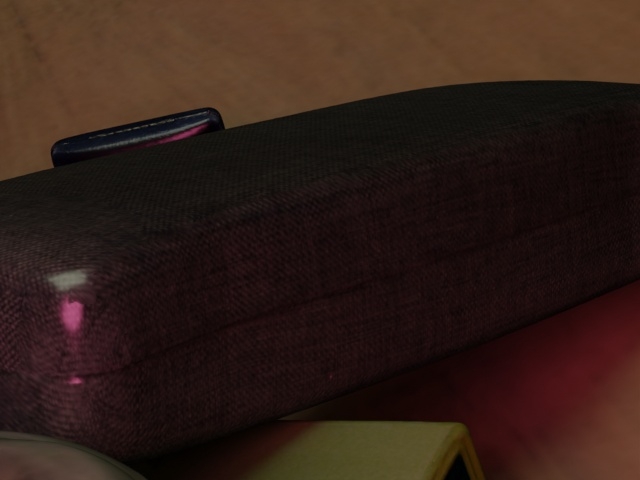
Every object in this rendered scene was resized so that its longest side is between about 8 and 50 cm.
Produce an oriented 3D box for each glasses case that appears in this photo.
[{"bbox_3d":[0.000,0.000,0.636,0.131,0.074,0.323,3,14,44],"label":"glasses case"},{"bbox_3d":[-0.083,-0.037,0.879,0.083,0.033,0.023,-11,32,13],"label":"glasses case"}]

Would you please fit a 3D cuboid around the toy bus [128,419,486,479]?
[{"bbox_3d":[-0.033,0.106,0.576,0.175,0.101,0.088,-2,36,29],"label":"toy bus"}]

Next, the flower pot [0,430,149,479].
[{"bbox_3d":[-0.080,0.163,0.426,0.246,0.195,0.246,-14,33,10],"label":"flower pot"}]
